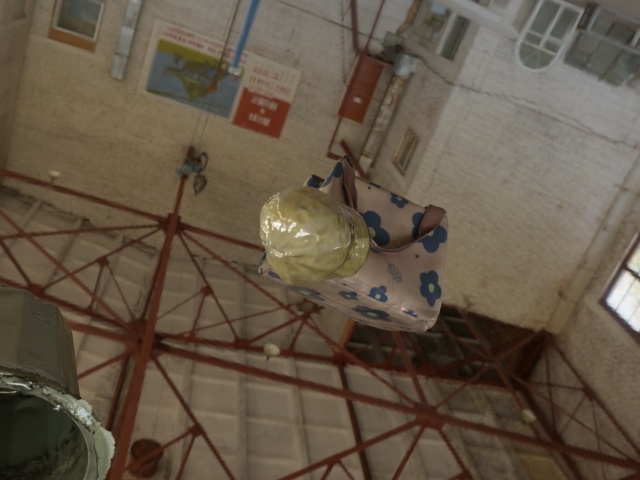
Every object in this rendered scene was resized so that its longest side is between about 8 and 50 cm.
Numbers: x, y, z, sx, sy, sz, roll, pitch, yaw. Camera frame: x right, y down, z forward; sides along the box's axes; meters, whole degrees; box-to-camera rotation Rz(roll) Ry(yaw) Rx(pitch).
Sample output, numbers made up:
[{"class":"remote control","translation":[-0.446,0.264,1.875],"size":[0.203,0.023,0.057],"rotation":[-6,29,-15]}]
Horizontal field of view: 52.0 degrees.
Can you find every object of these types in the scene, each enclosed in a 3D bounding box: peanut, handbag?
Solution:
[{"class":"peanut","translation":[0.000,0.000,0.698],"size":[0.090,0.098,0.214],"rotation":[2,176,20]},{"class":"handbag","translation":[0.059,0.010,0.978],"size":[0.252,0.193,0.190],"rotation":[25,165,-20]}]

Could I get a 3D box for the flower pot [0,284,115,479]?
[{"class":"flower pot","translation":[-0.409,0.204,0.807],"size":[0.291,0.290,0.259],"rotation":[12,-158,-25]}]
